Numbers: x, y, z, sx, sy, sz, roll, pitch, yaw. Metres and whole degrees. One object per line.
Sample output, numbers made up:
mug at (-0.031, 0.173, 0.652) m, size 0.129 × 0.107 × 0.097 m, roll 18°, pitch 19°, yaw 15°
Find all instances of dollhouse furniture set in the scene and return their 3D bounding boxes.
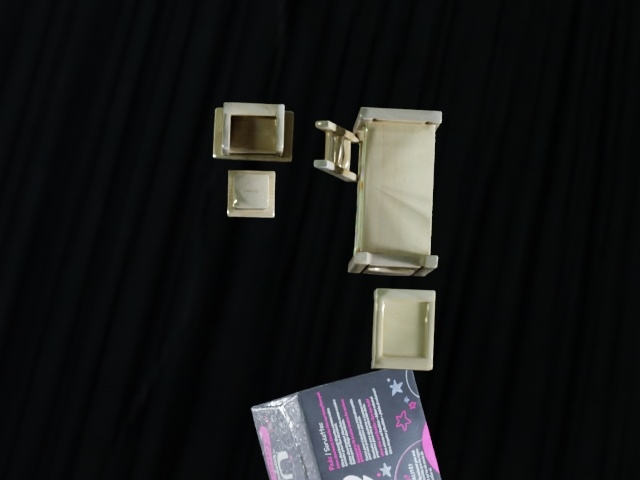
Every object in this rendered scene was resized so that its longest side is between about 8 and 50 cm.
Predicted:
dollhouse furniture set at (0.000, 0.000, 1.333) m, size 0.161 × 0.182 × 0.101 m, roll 3°, pitch 175°, yaw -2°

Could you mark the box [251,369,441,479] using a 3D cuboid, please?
box at (0.036, 0.276, 2.018) m, size 0.142 × 0.247 × 0.163 m, roll -11°, pitch 173°, yaw -23°
